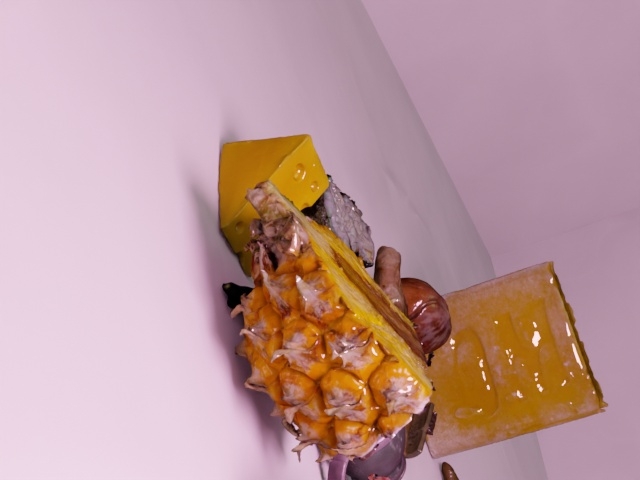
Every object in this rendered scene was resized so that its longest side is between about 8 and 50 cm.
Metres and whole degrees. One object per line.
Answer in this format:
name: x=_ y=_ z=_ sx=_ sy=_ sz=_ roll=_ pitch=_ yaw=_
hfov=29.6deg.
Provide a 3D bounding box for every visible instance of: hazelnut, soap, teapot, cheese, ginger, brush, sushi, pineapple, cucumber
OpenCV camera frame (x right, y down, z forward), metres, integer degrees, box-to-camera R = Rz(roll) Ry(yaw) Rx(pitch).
hazelnut: x=0.163 y=0.134 z=2.138 sx=0.143 sy=0.143 sz=0.154 roll=-89 pitch=157 yaw=-56
soap: x=0.326 y=0.220 z=2.242 sx=0.156 sy=0.335 sz=0.294 roll=1 pitch=72 yaw=-75
teapot: x=0.064 y=0.277 z=1.589 sx=0.148 sy=0.116 sz=0.146 roll=-99 pitch=170 yaw=-48
cheese: x=-0.079 y=-0.043 z=1.556 sx=0.171 sy=0.126 sz=0.093 roll=-69 pitch=148 yaw=-42
ginger: x=0.101 y=0.185 z=1.751 sx=0.166 sy=0.080 sz=0.333 roll=-69 pitch=162 yaw=-77
brush: x=0.170 y=0.332 z=2.075 sx=0.036 sy=0.043 sz=0.248 roll=63 pitch=13 yaw=-4
sushi: x=0.000 y=0.000 z=1.719 sx=0.212 sy=0.115 sz=0.147 roll=31 pitch=38 yaw=-69
pineapple: x=-0.040 y=0.096 z=1.386 sx=0.286 sy=0.209 sz=0.344 roll=46 pitch=8 yaw=-8
cucumber: x=-0.079 y=0.076 z=1.469 sx=0.135 sy=0.034 sz=0.033 roll=36 pitch=42 yaw=-67

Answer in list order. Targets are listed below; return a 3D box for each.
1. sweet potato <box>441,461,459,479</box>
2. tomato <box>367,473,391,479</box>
sweet potato: x=0.266 y=0.513 z=2.183 sx=0.069 sy=0.059 sz=0.250 roll=91 pitch=-18 yaw=-69
tomato: x=0.036 y=0.407 z=1.222 sx=0.338 sy=0.143 sz=0.338 roll=-15 pitch=90 yaw=-75
